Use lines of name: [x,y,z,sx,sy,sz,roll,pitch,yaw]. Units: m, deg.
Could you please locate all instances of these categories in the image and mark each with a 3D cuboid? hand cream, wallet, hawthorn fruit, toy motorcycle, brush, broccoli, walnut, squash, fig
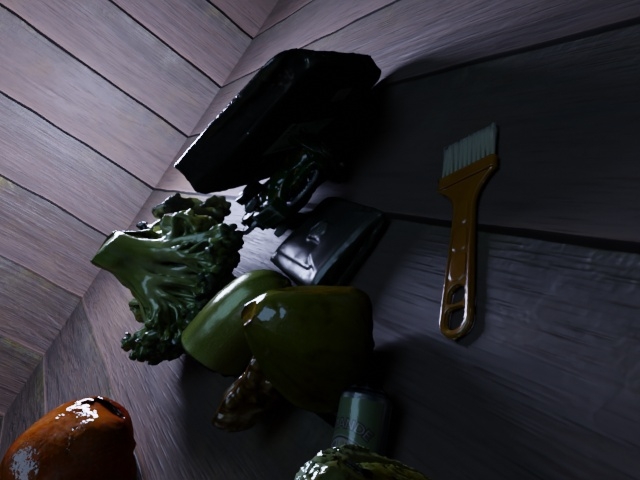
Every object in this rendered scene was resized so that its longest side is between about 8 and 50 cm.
hand cream: [0.027,0.253,0.555,0.086,0.055,0.235,-19,51,55]
wallet: [0.000,0.000,0.908,0.168,0.052,0.245,-52,23,-4]
hawthorn fruit: [-0.458,0.403,0.961,0.211,0.211,0.299,-29,-6,42]
toy motorcycle: [-0.061,-0.102,1.041,0.275,0.125,0.187,-27,28,53]
brush: [0.171,-0.020,0.673,0.090,0.017,0.314,-28,38,44]
broccoli: [-0.277,0.069,1.100,0.324,0.272,0.334,-33,22,-9]
walnut: [-0.073,0.187,0.760,0.170,0.069,0.143,-56,-11,7]
squash: [-0.120,0.120,0.886,0.186,0.123,0.123,-47,27,11]
fig: [-0.011,0.111,0.653,0.154,0.166,0.144,-55,30,-1]

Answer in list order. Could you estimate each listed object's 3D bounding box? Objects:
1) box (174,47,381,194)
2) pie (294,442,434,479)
box: [-0.068,-0.227,1.069,0.350,0.091,0.359,-37,-5,32]
pie: [0.081,0.219,0.271,0.078,0.277,0.277,-43,28,19]
